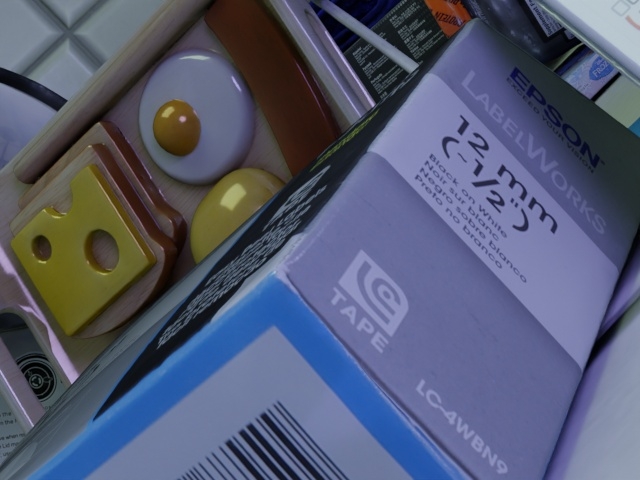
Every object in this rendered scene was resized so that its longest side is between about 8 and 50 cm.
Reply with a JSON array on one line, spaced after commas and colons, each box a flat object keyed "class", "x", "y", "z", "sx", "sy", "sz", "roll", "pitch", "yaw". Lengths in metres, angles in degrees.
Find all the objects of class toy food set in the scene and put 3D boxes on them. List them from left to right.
[{"class": "toy food set", "x": -0.083, "y": -0.003, "z": 0.969, "sx": 0.306, "sy": 0.220, "sz": 0.092, "roll": -40, "pitch": -12, "yaw": 33}]

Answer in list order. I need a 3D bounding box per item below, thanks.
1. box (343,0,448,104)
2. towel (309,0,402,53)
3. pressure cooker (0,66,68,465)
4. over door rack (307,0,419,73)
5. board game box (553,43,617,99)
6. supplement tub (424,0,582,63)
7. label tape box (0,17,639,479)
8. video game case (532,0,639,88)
[{"class": "box", "x": 0.087, "y": -0.140, "z": 1.418, "sx": 0.216, "sy": 0.060, "sz": 0.270, "roll": -27, "pitch": -8, "yaw": -42}, {"class": "towel", "x": 0.094, "y": -0.220, "z": 1.470, "sx": 0.308, "sy": 0.076, "sz": 0.227, "roll": -29, "pitch": -5, "yaw": -35}, {"class": "pressure cooker", "x": -0.314, "y": 0.061, "z": 1.386, "sx": 0.370, "sy": 0.375, "sz": 0.420, "roll": -56, "pitch": 8, "yaw": -28}, {"class": "over door rack", "x": 0.097, "y": -0.189, "z": 0.948, "sx": 0.239, "sy": 0.108, "sz": 0.324, "roll": -40, "pitch": 36, "yaw": 0}, {"class": "board game box", "x": 0.144, "y": -0.087, "z": 1.079, "sx": 0.090, "sy": 0.020, "sz": 0.090, "roll": -45, "pitch": 5, "yaw": -11}, {"class": "supplement tub", "x": 0.151, "y": -0.183, "z": 1.086, "sx": 0.190, "sy": 0.117, "sz": 0.117, "roll": -31, "pitch": 8, "yaw": 10}, {"class": "label tape box", "x": -0.006, "y": 0.044, "z": 0.704, "sx": 0.249, "sy": 0.115, "sz": 0.348, "roll": -41, "pitch": 8, "yaw": 30}, {"class": "video game case", "x": 0.165, "y": -0.132, "z": 0.605, "sx": 0.201, "sy": 0.183, "sz": 0.023, "roll": -44, "pitch": -39, "yaw": 1}]
